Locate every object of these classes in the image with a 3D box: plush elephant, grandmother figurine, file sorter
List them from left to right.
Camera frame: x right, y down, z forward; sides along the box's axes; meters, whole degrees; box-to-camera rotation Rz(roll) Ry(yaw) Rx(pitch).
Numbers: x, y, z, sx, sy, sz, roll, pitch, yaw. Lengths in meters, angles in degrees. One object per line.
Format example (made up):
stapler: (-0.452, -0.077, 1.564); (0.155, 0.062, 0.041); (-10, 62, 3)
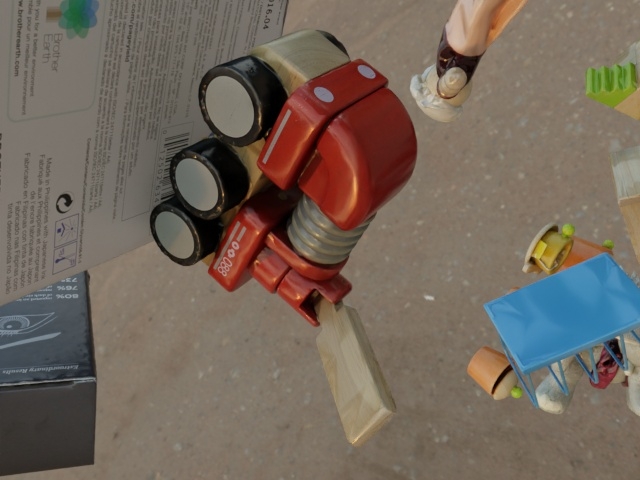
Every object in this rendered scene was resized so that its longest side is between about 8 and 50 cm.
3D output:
grandmother figurine: (0.198, -0.270, 0.888); (0.207, 0.104, 0.342); (-60, -6, -24)
file sorter: (0.318, 0.117, 0.853); (0.170, 0.104, 0.118); (-25, 38, 5)
plush elephant: (0.606, 0.224, 1.303); (0.255, 0.272, 0.329); (-77, -1, -86)

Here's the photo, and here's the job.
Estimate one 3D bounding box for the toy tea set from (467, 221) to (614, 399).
toy tea set: (0.388, 0.131, 1.147); (0.124, 0.200, 0.336); (35, 114, 32)

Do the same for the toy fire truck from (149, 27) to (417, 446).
toy fire truck: (0.000, 0.000, 0.511); (0.158, 0.246, 0.217); (-39, -12, -47)

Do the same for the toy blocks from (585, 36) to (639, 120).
toy blocks: (0.605, -0.232, 0.914); (0.261, 0.382, 0.190); (132, 154, -58)

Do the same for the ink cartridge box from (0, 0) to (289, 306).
ink cartridge box: (-0.169, -0.139, 0.578); (0.395, 0.151, 0.270); (-29, -39, -54)

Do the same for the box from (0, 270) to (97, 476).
box: (-0.305, 0.121, 0.666); (0.207, 0.153, 0.108); (-123, 38, -56)

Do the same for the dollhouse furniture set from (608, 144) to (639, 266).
dollhouse furniture set: (0.490, -0.048, 0.793); (0.242, 0.161, 0.212); (-17, 30, 26)
